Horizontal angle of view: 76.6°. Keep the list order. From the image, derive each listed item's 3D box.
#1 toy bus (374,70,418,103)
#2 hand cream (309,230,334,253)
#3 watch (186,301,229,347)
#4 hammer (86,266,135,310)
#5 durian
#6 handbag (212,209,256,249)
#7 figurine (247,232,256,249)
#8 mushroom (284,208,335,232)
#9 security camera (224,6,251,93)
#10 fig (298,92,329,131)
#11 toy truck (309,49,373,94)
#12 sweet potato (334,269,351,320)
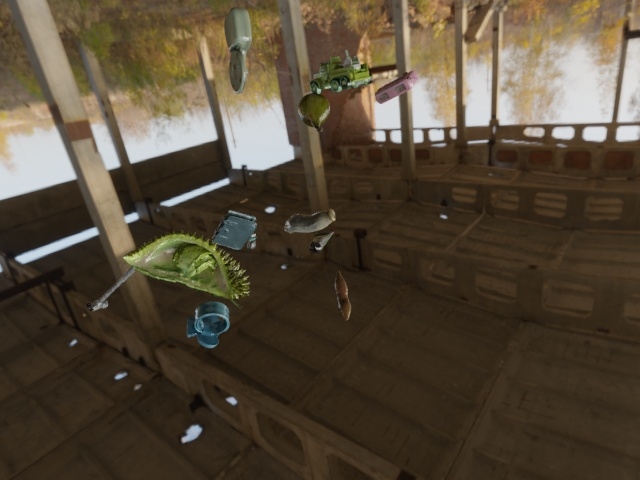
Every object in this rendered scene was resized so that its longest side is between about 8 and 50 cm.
[{"bbox_3d":[0.337,-0.686,1.823,0.203,0.063,0.090,-14,-144,46],"label":"toy bus"},{"bbox_3d":[0.000,0.000,1.822,0.086,0.055,0.235,-1,-162,13],"label":"hand cream"},{"bbox_3d":[-0.560,0.403,2.039,0.210,0.193,0.211,23,-151,-14],"label":"watch"},{"bbox_3d":[-1.000,0.204,2.033,0.427,0.044,0.152,-43,176,3],"label":"hammer"},{"bbox_3d":[-0.364,0.079,1.189,0.355,0.158,0.170,22,-123,-1],"label":"durian"},{"bbox_3d":[-0.444,-0.052,2.072,0.179,0.229,0.062,15,-136,-33],"label":"handbag"},{"bbox_3d":[-0.391,0.003,2.328,0.047,0.106,0.060,21,-153,15],"label":"figurine"},{"bbox_3d":[-0.060,-0.095,2.151,0.351,0.097,0.110,-8,-123,40],"label":"mushroom"},{"bbox_3d":[-0.303,-0.712,1.538,0.080,0.302,0.157,-7,-175,-29],"label":"security camera"},{"bbox_3d":[-0.014,-0.463,1.528,0.124,0.124,0.237,-10,-131,-3],"label":"fig"},{"bbox_3d":[0.069,-0.644,1.561,0.128,0.135,0.259,-26,-158,-32],"label":"toy truck"},{"bbox_3d":[0.089,0.225,1.656,0.051,0.065,0.219,-3,-122,-11],"label":"sweet potato"}]
